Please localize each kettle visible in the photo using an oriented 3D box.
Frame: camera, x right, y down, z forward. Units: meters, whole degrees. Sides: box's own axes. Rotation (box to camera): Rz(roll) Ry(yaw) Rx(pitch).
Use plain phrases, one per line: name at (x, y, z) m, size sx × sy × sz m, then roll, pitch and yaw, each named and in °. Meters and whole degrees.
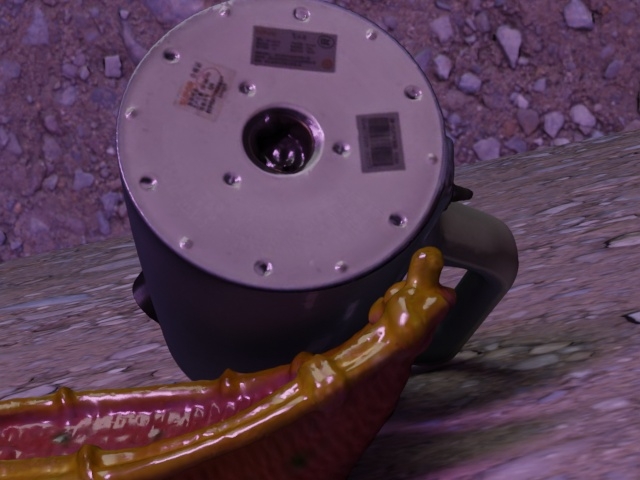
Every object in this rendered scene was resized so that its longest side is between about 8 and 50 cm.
kettle at (0.000, 0.000, 0.967) m, size 0.210 × 0.160 × 0.243 m, roll 4°, pitch -24°, yaw -2°

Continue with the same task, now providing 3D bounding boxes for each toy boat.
toy boat at (-0.083, 0.085, 0.834) m, size 0.318 × 0.099 × 0.141 m, roll -14°, pitch 6°, yaw 16°
